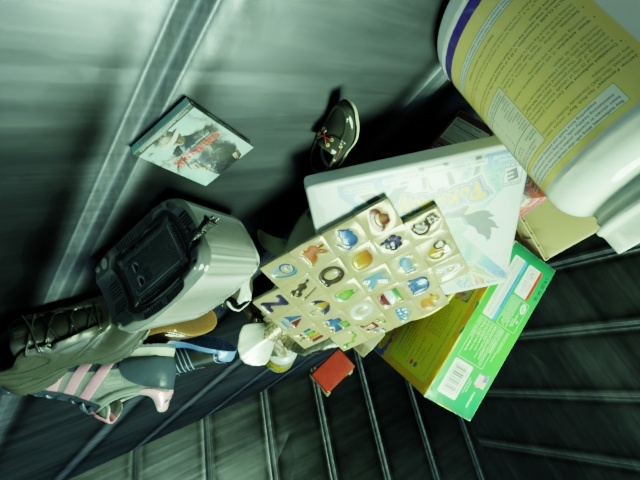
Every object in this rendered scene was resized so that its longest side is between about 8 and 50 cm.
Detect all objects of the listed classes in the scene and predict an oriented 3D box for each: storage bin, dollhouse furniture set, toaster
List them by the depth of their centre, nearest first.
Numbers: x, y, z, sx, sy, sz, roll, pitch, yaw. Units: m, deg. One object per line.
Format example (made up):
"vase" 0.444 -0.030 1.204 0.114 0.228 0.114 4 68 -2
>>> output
"toaster" -0.192 0.032 0.589 0.227 0.129 0.146 -39 161 17
"storage bin" 0.622 -0.113 1.101 0.262 0.261 0.123 -29 176 1
"dollhouse furniture set" 0.091 0.211 1.118 0.374 0.201 0.152 -38 164 -22

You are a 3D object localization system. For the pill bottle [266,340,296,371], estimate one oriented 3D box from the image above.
"pill bottle" -0.144 0.404 1.497 0.117 0.118 0.208 -20 158 -21

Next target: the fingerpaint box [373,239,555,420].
"fingerpaint box" 0.383 0.212 1.184 0.445 0.163 0.371 -58 -166 -4

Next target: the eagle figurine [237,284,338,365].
"eagle figurine" -0.053 0.160 0.981 0.298 0.225 0.226 -27 151 26

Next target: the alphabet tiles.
"alphabet tiles" 0.071 0.077 0.702 0.342 0.011 0.285 -28 128 15

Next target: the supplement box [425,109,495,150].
"supplement box" 0.222 -0.121 0.738 0.188 0.080 0.104 -50 157 -2

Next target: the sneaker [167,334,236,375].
"sneaker" -0.302 0.252 0.878 0.232 0.091 0.081 11 -175 -16

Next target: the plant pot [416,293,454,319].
"plant pot" 0.185 0.031 0.925 0.254 0.254 0.239 -33 174 12

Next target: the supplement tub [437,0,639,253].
"supplement tub" 0.314 -0.178 0.453 0.240 0.332 0.241 -24 159 -10

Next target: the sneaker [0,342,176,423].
"sneaker" -0.427 0.271 0.745 0.318 0.131 0.112 -8 163 -3

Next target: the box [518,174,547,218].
"box" 0.379 -0.070 1.031 0.142 0.154 0.300 -9 150 -43

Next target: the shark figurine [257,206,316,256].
"shark figurine" 0.001 -0.029 0.773 0.278 0.166 0.116 -52 180 10

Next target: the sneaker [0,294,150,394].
"sneaker" -0.395 0.150 0.637 0.286 0.109 0.130 -28 153 -6

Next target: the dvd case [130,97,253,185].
"dvd case" -0.144 -0.109 0.479 0.087 0.013 0.119 -34 157 14

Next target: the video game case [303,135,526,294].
"video game case" 0.160 -0.007 0.675 0.328 0.036 0.300 -12 131 0

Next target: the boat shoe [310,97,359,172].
"boat shoe" 0.018 -0.138 0.564 0.042 0.049 0.133 -28 165 -24

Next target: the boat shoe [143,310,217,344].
"boat shoe" -0.313 0.170 0.826 0.206 0.073 0.073 9 146 -46

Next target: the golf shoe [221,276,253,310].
"golf shoe" -0.172 0.086 0.737 0.077 0.094 0.198 -13 173 -26
